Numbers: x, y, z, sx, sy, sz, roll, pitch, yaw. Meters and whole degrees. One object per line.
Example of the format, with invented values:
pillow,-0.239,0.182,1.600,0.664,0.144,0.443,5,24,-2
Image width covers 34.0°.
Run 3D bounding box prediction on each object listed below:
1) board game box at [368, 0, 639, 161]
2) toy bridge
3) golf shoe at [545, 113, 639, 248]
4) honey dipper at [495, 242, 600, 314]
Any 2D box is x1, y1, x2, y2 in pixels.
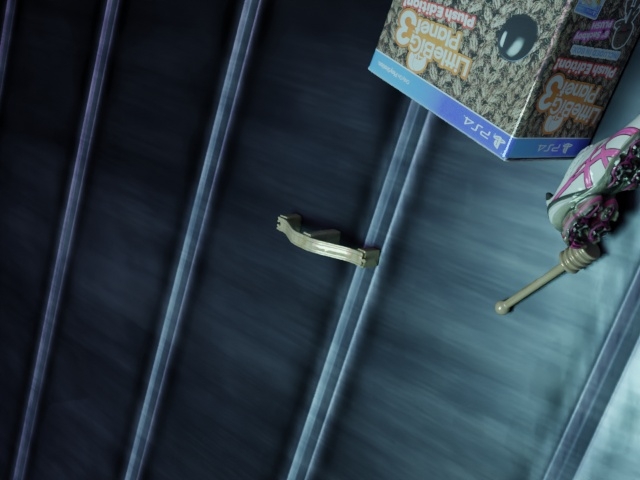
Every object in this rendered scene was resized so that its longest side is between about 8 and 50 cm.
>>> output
board game box,0.216,-0.266,1.128,0.232,0.141,0.291,40,122,38
toy bridge,0.000,0.000,1.456,0.188,0.063,0.026,24,112,45
golf shoe,0.302,-0.082,1.104,0.186,0.067,0.086,-53,41,28
honey dipper,0.256,0.046,1.204,0.160,0.030,0.031,-45,62,46
